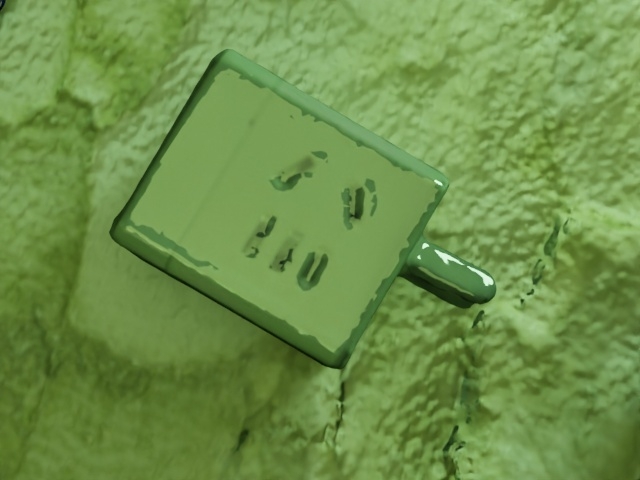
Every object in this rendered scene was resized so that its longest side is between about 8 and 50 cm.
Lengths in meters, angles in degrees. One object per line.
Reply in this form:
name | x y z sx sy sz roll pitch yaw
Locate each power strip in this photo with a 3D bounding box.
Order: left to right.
power strip | 0.000 0.000 0.833 0.224 0.139 0.140 31 84 1

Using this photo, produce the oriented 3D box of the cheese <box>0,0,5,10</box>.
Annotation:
cheese | -0.282 -0.260 0.885 0.155 0.062 0.244 -18 87 -2
